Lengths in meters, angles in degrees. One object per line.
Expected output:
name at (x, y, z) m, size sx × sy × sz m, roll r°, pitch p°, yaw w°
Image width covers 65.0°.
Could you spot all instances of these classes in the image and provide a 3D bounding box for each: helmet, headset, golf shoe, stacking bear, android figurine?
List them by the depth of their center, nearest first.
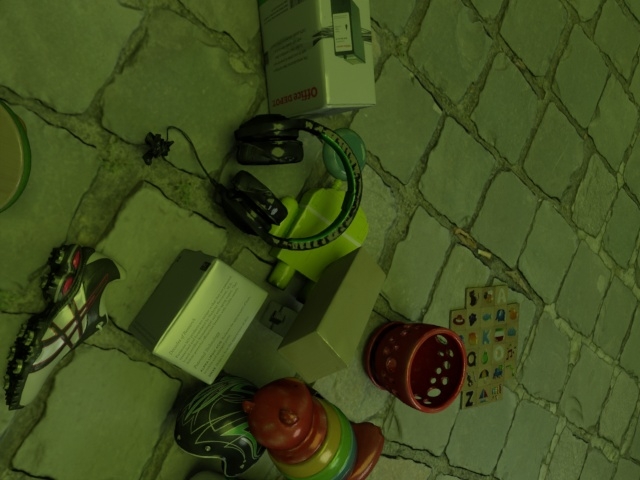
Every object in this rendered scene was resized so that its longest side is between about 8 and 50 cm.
golf shoe at (-0.409, 0.143, 0.805) m, size 0.120 × 0.105 × 0.272 m, roll 28°, pitch 80°, yaw -38°
stacking bear at (-0.028, 0.341, 0.896) m, size 0.164 × 0.175 × 0.289 m, roll -62°, pitch 140°, yaw -26°
headset at (-0.109, -0.120, 0.911) m, size 0.394 × 0.185 × 0.243 m, roll 16°, pitch 93°, yaw -11°
helmet at (-0.179, 0.333, 0.930) m, size 0.169 × 0.169 × 0.161 m, roll -41°, pitch 129°, yaw -23°
android figurine at (0.000, 0.000, 1.077) m, size 0.248 × 0.056 × 0.272 m, roll 34°, pitch 78°, yaw -29°

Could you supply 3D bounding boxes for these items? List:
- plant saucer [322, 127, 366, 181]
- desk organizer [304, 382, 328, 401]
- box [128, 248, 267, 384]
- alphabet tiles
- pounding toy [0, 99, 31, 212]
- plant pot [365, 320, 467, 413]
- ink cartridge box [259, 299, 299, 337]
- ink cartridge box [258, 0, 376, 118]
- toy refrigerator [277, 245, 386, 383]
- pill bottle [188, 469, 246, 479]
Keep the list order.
plant saucer at (0.060, -0.192, 1.121) m, size 0.119 × 0.021 × 0.119 m, roll -2°, pitch 95°, yaw -32°
desk organizer at (-0.045, 0.379, 1.082) m, size 0.130 × 0.050 × 0.047 m, roll -51°, pitch 117°, yaw -19°
box at (-0.216, 0.123, 0.876) m, size 0.119 × 0.181 × 0.182 m, roll 40°, pitch 73°, yaw -28°
alphabet tiles at (0.466, 0.299, 1.425) m, size 0.285 × 0.011 × 0.342 m, roll -1°, pitch 94°, yaw -32°
pounding toy at (-0.495, -0.147, 0.724) m, size 0.183 × 0.110 × 0.237 m, roll -37°, pitch 93°, yaw 11°
plant pot at (0.213, 0.279, 1.165) m, size 0.191 × 0.174 × 0.191 m, roll -3°, pitch 96°, yaw -32°
ink cartridge box at (-0.047, 0.178, 1.016) m, size 0.099 × 0.135 × 0.056 m, roll 34°, pitch 79°, yaw -29°
ink cartridge box at (-0.013, -0.382, 0.950) m, size 0.122 × 0.211 × 0.289 m, roll -11°, pitch 100°, yaw -33°
toy refrigerator at (0.033, 0.132, 0.937) m, size 0.094 × 0.102 × 0.269 m, roll 49°, pitch 35°, yaw -12°
pill bottle at (-0.104, 0.592, 0.972) m, size 0.361 × 0.204 × 0.204 m, roll 33°, pitch 76°, yaw -30°
